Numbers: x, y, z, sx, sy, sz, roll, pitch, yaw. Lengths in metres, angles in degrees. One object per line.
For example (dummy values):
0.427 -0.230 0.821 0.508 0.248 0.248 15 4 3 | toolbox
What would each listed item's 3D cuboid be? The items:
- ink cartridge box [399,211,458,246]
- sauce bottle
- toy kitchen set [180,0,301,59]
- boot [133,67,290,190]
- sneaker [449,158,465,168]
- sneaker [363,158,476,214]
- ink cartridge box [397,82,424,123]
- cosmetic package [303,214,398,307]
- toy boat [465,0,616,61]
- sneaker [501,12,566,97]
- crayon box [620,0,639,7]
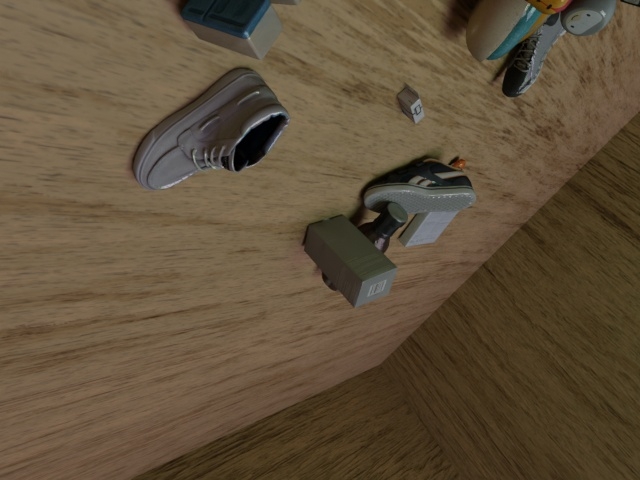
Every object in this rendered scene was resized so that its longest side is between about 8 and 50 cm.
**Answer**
0.419 -0.078 1.495 0.223 0.045 0.224 -6 138 -46 | ink cartridge box
0.127 0.023 1.183 0.111 0.112 0.344 -10 151 -42 | sauce bottle
-0.089 -0.351 0.444 0.207 0.122 0.166 -58 152 -5 | toy kitchen set
-0.168 -0.143 0.616 0.258 0.123 0.095 -41 152 6 | boot
0.417 -0.185 1.309 0.064 0.067 0.175 -6 138 -43 | sneaker
0.269 -0.151 1.143 0.320 0.128 0.126 -1 151 -12 | sneaker
0.198 -0.302 0.891 0.028 0.048 0.083 -41 151 5 | ink cartridge box
0.072 0.047 1.059 0.127 0.238 0.107 -16 135 -31 | cosmetic package
0.368 -0.415 0.678 0.318 0.148 0.268 -71 -172 -54 | toy boat
0.495 -0.470 0.968 0.132 0.086 0.229 4 122 -46 | sneaker
0.829 -0.755 0.857 0.313 0.106 0.363 -52 152 6 | crayon box
